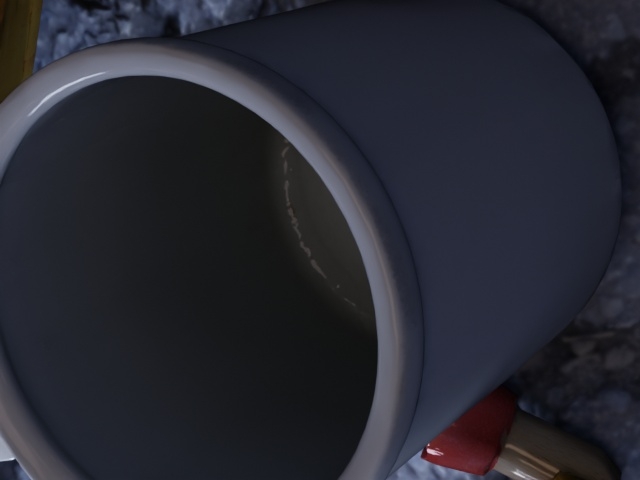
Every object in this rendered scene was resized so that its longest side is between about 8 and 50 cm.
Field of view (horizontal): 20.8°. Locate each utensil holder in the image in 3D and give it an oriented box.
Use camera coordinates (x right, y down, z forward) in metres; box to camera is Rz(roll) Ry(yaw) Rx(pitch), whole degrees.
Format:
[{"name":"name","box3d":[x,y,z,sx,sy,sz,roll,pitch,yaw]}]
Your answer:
[{"name":"utensil holder","box3d":[0.000,0.000,1.184,0.328,0.385,0.327,9,108,29]}]

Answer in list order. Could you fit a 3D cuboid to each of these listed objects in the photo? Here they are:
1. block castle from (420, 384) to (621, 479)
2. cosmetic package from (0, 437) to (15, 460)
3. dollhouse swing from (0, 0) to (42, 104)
[{"name":"block castle","box3d":[0.044,0.347,1.366,0.213,0.303,0.453,26,117,5]},{"name":"cosmetic package","box3d":[-0.450,0.070,1.581,0.377,0.097,0.284,-8,103,24]},{"name":"dollhouse swing","box3d":[-0.349,-0.066,1.285,0.315,0.305,0.347,11,100,8]}]
